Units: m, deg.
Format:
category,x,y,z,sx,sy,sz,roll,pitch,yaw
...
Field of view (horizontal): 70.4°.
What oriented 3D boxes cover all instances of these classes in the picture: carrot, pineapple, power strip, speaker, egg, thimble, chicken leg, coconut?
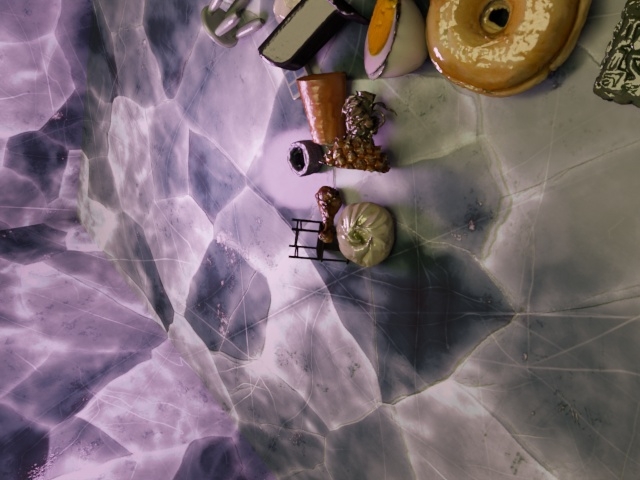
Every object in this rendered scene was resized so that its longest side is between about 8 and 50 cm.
category,x,y,z,sx,sy,sz,roll,pitch,yaw
carrot,0.018,-0.505,1.745,0.195,0.196,0.255,13,120,39
pineapple,0.142,-0.390,1.608,0.262,0.262,0.272,19,108,37
power strip,-0.105,-0.715,1.867,0.118,0.046,0.271,-25,85,43
speaker,-0.028,-0.750,1.671,0.388,0.180,0.184,-34,80,32
egg,0.256,-0.661,1.484,0.264,0.173,0.287,123,146,-54
thimble,-0.064,-0.346,1.899,0.150,0.097,0.150,14,111,40
chicken leg,0.031,-0.107,1.835,0.107,0.087,0.252,-6,69,25
coconut,-0.097,-0.902,1.731,0.161,0.161,0.162,47,136,22

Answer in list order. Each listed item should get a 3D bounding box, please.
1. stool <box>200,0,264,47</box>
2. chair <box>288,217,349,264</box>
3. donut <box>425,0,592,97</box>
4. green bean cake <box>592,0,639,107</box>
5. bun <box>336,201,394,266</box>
category,x,y,z,sx,sy,sz,roll,pitch,yaw
stool,-0.383,-0.961,1.943,0.198,0.195,0.196,-19,89,42
chair,0.000,0.000,1.923,0.259,0.141,0.155,6,113,-6
donut,0.498,-0.623,1.253,0.448,0.198,0.450,13,111,38
green bean cake,0.817,-0.429,1.076,0.255,0.132,0.241,32,118,31
bun,0.159,-0.028,1.741,0.259,0.160,0.260,8,104,35
